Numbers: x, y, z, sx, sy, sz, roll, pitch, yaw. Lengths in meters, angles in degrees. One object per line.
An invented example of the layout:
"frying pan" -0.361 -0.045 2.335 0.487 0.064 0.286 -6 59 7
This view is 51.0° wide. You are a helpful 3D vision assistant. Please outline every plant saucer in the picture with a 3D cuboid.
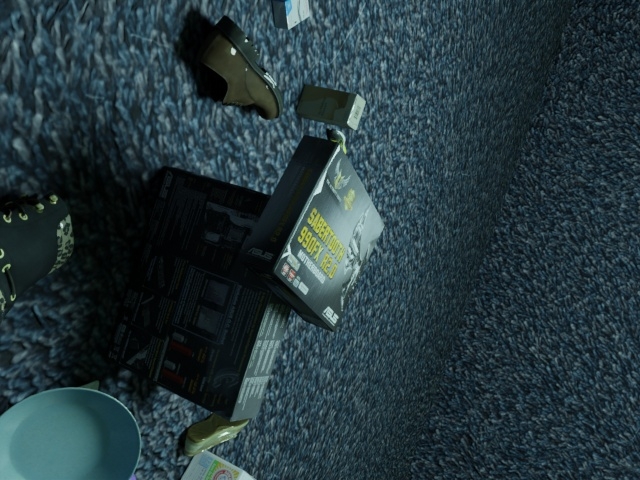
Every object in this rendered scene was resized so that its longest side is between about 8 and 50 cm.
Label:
"plant saucer" -0.330 0.267 0.857 0.195 0.037 0.194 -8 111 -22

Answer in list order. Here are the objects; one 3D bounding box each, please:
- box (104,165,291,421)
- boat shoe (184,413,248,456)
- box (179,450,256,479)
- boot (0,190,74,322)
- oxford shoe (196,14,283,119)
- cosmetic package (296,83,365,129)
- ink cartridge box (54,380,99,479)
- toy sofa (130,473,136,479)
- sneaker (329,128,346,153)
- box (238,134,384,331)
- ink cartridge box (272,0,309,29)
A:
"box" -0.158 0.068 0.967 0.076 0.243 0.307 17 90 -63
"boat shoe" -0.198 0.366 1.281 0.153 0.056 0.048 -12 126 -58
"box" -0.219 0.515 1.262 0.203 0.114 0.103 -60 151 -24
"boot" -0.350 -0.027 0.706 0.178 0.085 0.236 -62 154 -59
"oxford shoe" -0.128 -0.243 1.037 0.096 0.083 0.227 -46 152 -1
"cosmetic package" 0.019 -0.248 1.244 0.041 0.115 0.060 21 86 -62
"ink cartridge box" -0.347 0.311 0.952 0.115 0.067 0.198 -14 118 -58
"toy sofa" -0.354 0.522 0.977 0.362 0.150 0.177 -34 136 -50
"sneaker" 0.033 -0.196 1.393 0.035 0.031 0.083 -58 150 -25
"box" 0.000 0.000 0.894 0.183 0.056 0.231 -63 152 -16
"ink cartridge box" -0.045 -0.394 1.132 0.083 0.028 0.048 -48 145 -39
